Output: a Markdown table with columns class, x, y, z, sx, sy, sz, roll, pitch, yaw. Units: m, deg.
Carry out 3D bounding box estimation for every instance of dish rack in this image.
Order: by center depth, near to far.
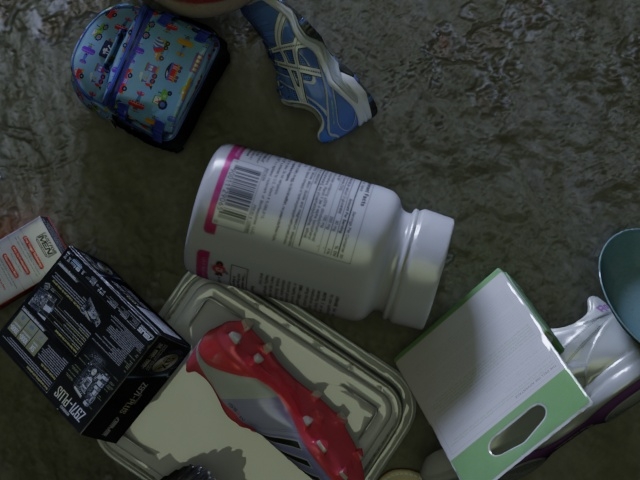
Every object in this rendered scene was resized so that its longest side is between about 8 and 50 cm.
| class | x | y | z | sx | sy | sz | roll | pitch | yaw |
| --- | --- | --- | --- | --- | --- | --- | --- | --- | --- |
| dish rack | -0.083 | 0.212 | 1.411 | 0.333 | 0.072 | 0.285 | 34 | 91 | 4 |

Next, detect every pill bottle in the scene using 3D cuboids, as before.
| class | x | y | z | sx | sy | sz | roll | pitch | yaw |
| --- | --- | --- | --- | --- | --- | --- | --- | --- | --- |
| pill bottle | 0.000 | 0.000 | 1.364 | 0.283 | 0.160 | 0.160 | 17 | 90 | 3 |

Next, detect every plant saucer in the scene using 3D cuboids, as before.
| class | x | y | z | sx | sy | sz | roll | pitch | yaw |
| --- | --- | --- | --- | --- | --- | --- | --- | --- | --- |
| plant saucer | 0.397 | 0.075 | 1.367 | 0.195 | 0.037 | 0.195 | 14 | 49 | -16 |

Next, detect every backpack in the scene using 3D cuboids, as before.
| class | x | y | z | sx | sy | sz | roll | pitch | yaw |
| --- | --- | --- | --- | --- | --- | --- | --- | --- | --- |
| backpack | -0.215 | -0.207 | 1.401 | 0.173 | 0.117 | 0.158 | 28 | 90 | 6 |

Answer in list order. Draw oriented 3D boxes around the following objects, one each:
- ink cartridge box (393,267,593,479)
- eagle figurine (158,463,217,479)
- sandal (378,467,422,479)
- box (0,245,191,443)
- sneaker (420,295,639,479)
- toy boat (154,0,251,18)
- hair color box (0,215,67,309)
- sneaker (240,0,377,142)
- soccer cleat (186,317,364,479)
| class | x | y | z | sx | sy | sz | roll | pitch | yaw |
| --- | --- | --- | --- | --- | --- | --- | --- | --- | --- |
| ink cartridge box | 0.195 | 0.162 | 1.316 | 0.171 | 0.235 | 0.056 | -42 | 130 | 11 |
| eagle figurine | -0.237 | 0.386 | 1.314 | 0.225 | 0.226 | 0.298 | 5 | 119 | -8 |
| sandal | 0.149 | 0.375 | 1.391 | 0.088 | 0.079 | 0.240 | -32 | 88 | 2 |
| box | -0.265 | 0.120 | 1.382 | 0.180 | 0.077 | 0.147 | 39 | 91 | 29 |
| sneaker | 0.240 | 0.183 | 1.393 | 0.305 | 0.114 | 0.152 | -32 | 67 | 3 |
| toy boat | -0.159 | -0.364 | 1.357 | 0.231 | 0.151 | 0.151 | 31 | 52 | 11 |
| hair color box | -0.378 | 0.036 | 1.439 | 0.141 | 0.043 | 0.072 | -30 | 88 | 3 |
| sneaker | -0.028 | -0.208 | 1.409 | 0.081 | 0.080 | 0.211 | -42 | 86 | -2 |
| soccer cleat | -0.049 | 0.199 | 1.344 | 0.095 | 0.083 | 0.248 | -40 | 92 | 31 |
